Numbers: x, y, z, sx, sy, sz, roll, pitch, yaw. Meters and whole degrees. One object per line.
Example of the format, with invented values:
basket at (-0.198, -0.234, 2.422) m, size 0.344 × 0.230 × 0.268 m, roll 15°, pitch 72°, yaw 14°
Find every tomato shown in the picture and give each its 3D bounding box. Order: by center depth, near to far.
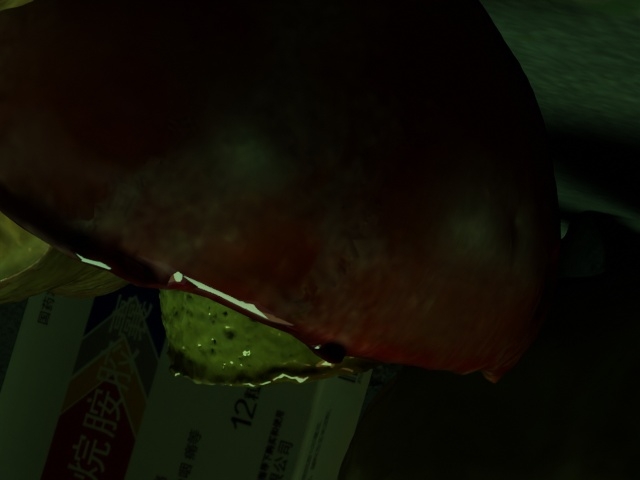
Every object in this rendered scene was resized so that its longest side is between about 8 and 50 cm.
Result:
tomato at (-0.028, -0.053, 0.457) m, size 0.228 × 0.101 × 0.228 m, roll 26°, pitch -174°, yaw -3°

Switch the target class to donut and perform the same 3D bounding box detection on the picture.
donut at (0.000, 0.000, 0.799) m, size 0.162 × 0.065 × 0.178 m, roll -18°, pitch -160°, yaw 0°

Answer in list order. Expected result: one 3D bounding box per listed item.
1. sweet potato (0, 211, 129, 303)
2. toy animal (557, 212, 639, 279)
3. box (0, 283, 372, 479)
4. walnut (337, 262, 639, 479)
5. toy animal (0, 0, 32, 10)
sweet potato at (-0.122, -0.033, 0.877) m, size 0.131 × 0.131 × 0.337 m, roll 15°, pitch -177°, yaw 10°
toy animal at (0.159, 0.022, 1.000) m, size 0.210 × 0.121 × 0.117 m, roll -1°, pitch 142°, yaw -36°
box at (-0.090, 0.111, 1.054) m, size 0.214 × 0.353 × 0.069 m, roll 14°, pitch 173°, yaw 28°
walnut at (0.180, 0.139, 0.775) m, size 0.306 × 0.306 × 0.344 m, roll 13°, pitch -171°, yaw 33°
toy animal at (-0.068, -0.077, 0.264) m, size 0.184 × 0.104 × 0.185 m, roll 15°, pitch 172°, yaw 29°
